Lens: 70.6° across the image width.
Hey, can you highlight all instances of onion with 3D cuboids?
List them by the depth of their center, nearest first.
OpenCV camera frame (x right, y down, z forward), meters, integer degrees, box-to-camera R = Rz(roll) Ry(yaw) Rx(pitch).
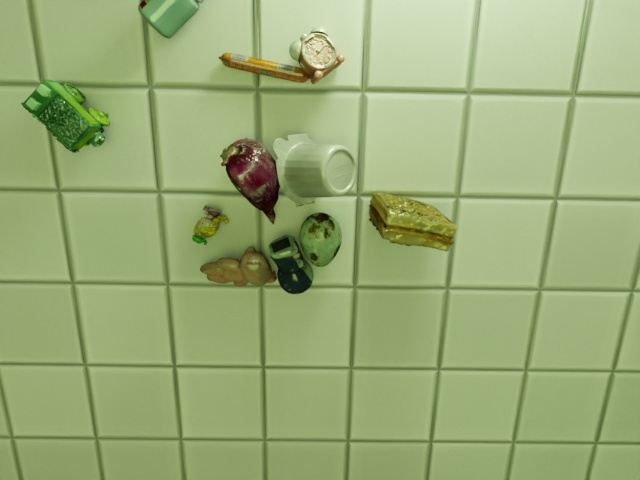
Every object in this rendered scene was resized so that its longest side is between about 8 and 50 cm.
[{"bbox_3d":[-0.213,-0.229,1.690,0.159,0.267,0.348,-29,129,10],"label":"onion"}]

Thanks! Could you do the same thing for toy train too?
[{"bbox_3d":[-0.909,-0.452,1.636,0.159,0.188,0.271,-41,101,10],"label":"toy train"}]

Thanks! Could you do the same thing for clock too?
[{"bbox_3d":[-0.018,-0.667,1.622,0.166,0.093,0.162,-40,101,-14],"label":"clock"},{"bbox_3d":[-0.116,0.102,1.813,0.147,0.199,0.243,-24,125,-8],"label":"clock"}]

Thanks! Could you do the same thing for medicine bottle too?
[{"bbox_3d":[-0.500,-0.821,1.551,0.225,0.139,0.139,-39,103,11],"label":"medicine bottle"}]

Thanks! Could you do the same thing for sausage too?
[{"bbox_3d":[-0.201,-0.633,1.656,0.348,0.053,0.053,11,107,-4],"label":"sausage"}]

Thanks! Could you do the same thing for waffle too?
[{"bbox_3d":[0.328,-0.074,1.664,0.261,0.376,0.113,13,106,-6],"label":"waffle"}]

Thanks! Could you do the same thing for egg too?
[{"bbox_3d":[0.000,0.000,1.792,0.169,0.169,0.231,1,117,-1],"label":"egg"}]

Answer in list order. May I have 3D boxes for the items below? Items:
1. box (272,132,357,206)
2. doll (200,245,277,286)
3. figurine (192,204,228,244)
[{"bbox_3d":[-0.008,-0.269,1.618,0.291,0.206,0.262,46,64,-40],"label":"box"},{"bbox_3d":[-0.338,0.101,1.854,0.304,0.156,0.201,0,150,18],"label":"doll"},{"bbox_3d":[-0.441,-0.051,1.816,0.115,0.095,0.156,25,87,-29],"label":"figurine"}]
